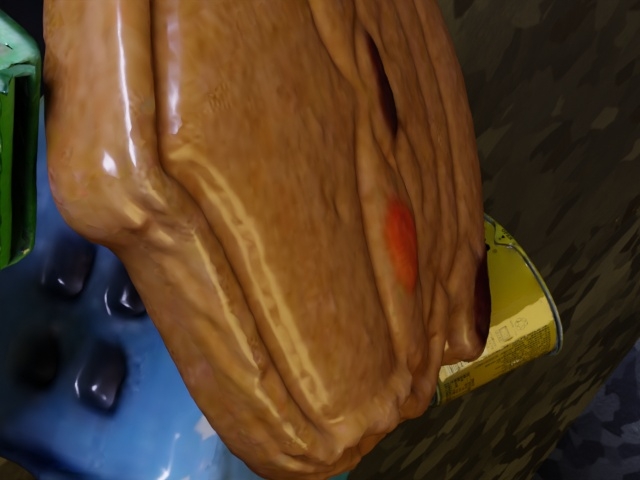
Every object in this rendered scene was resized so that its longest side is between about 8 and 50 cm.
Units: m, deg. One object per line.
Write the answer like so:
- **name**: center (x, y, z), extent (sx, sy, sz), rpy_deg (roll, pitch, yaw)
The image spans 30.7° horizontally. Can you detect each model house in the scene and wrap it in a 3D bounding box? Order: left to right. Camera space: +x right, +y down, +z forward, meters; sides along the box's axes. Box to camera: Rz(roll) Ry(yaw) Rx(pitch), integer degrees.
- **model house**: center (-0.073, 0.015, 0.723), extent (0.237, 0.215, 0.303), rpy_deg (25, 84, -64)

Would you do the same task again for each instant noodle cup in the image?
- **instant noodle cup**: center (0.136, 0.077, 1.196), extent (0.144, 0.182, 0.182), rpy_deg (-31, 152, -14)

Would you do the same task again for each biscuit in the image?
- **biscuit**: center (0.002, -0.070, 0.617), extent (0.078, 0.350, 0.455), rpy_deg (-16, -177, 23)

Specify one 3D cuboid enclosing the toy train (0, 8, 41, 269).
- **toy train**: center (-0.229, -0.036, 0.407), extent (0.243, 0.188, 0.132), rpy_deg (-29, 147, -37)
